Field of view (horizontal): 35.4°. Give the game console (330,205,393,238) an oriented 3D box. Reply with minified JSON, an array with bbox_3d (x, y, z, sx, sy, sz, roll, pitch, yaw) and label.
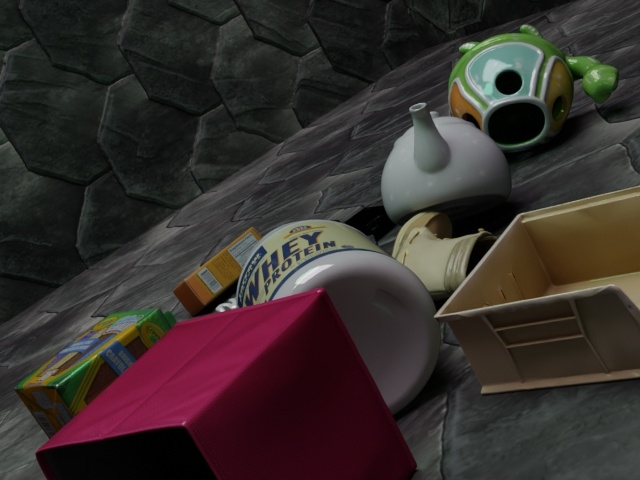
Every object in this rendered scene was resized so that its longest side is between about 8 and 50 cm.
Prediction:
[{"bbox_3d":[0.000,0.000,2.164,0.213,0.044,0.361,-36,16,-28],"label":"game console"}]

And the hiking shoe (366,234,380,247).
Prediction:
[{"bbox_3d":[0.063,0.060,1.753,0.114,0.086,0.227,-24,16,3],"label":"hiking shoe"}]

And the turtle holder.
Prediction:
[{"bbox_3d":[0.428,-0.289,2.079,0.320,0.243,0.227,11,35,-3],"label":"turtle holder"}]

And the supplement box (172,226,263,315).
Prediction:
[{"bbox_3d":[-0.216,0.067,2.232,0.233,0.080,0.078,-38,0,-39],"label":"supplement box"}]

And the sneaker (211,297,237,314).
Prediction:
[{"bbox_3d":[-0.065,0.104,1.840,0.292,0.110,0.118,-44,29,-27],"label":"sneaker"}]

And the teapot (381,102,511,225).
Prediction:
[{"bbox_3d":[0.218,-0.140,1.815,0.252,0.187,0.256,-5,-13,-30],"label":"teapot"}]

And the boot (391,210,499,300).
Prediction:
[{"bbox_3d":[0.206,0.020,1.608,0.203,0.095,0.262,-17,20,40],"label":"boot"}]

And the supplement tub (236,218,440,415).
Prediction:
[{"bbox_3d":[0.010,0.099,1.398,0.235,0.235,0.325,-30,17,-6],"label":"supplement tub"}]

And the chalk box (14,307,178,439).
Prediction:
[{"bbox_3d":[-0.329,0.232,1.702,0.289,0.180,0.179,-40,18,-34],"label":"chalk box"}]

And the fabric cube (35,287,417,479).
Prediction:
[{"bbox_3d":[-0.097,0.240,1.100,0.259,0.254,0.258,-17,19,39],"label":"fabric cube"}]

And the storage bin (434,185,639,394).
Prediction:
[{"bbox_3d":[0.324,0.054,1.222,0.260,0.123,0.262,-15,19,42],"label":"storage bin"}]
